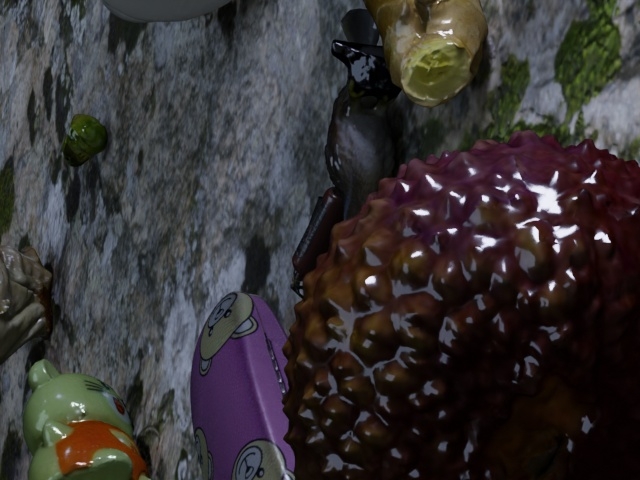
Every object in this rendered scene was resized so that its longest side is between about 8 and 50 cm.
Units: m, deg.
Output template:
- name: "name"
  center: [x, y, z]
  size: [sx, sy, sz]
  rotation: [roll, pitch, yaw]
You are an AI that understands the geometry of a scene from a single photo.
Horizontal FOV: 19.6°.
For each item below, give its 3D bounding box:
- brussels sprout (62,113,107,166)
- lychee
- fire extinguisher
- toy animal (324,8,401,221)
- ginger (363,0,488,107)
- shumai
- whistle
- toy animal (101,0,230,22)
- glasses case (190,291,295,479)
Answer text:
- name: "brussels sprout"
  center: [-0.266, -0.112, 2.059]
  size: [0.083, 0.046, 0.051]
  rotation: [158, 123, -64]
- name: "lychee"
  center: [0.100, 0.059, 0.966]
  size: [0.271, 0.271, 0.271]
  rotation: [-173, 90, -66]
- name: "fire extinguisher"
  center: [-0.006, -0.002, 1.456]
  size: [0.046, 0.032, 0.100]
  rotation: [54, 127, 43]
- name: "toy animal"
  center: [0.034, -0.071, 1.370]
  size: [0.105, 0.070, 0.202]
  rotation: [-159, 70, -75]
- name: "ginger"
  center: [0.063, -0.184, 1.285]
  size: [0.205, 0.081, 0.115]
  rotation: [-116, 29, -51]
- name: "shumai"
  center: [-0.373, 0.089, 2.157]
  size: [0.201, 0.120, 0.201]
  rotation: [-169, 90, -68]
- name: "whistle"
  center: [-0.223, 0.223, 1.783]
  size: [0.106, 0.131, 0.288]
  rotation: [-32, 37, 5]
- name: "toy animal"
  center: [-0.156, -0.380, 1.708]
  size: [0.241, 0.196, 0.367]
  rotation: [129, 139, -53]
- name: "glasses case"
  center: [-0.044, 0.171, 1.438]
  size: [0.316, 0.076, 0.123]
  rotation: [-110, 34, -46]
